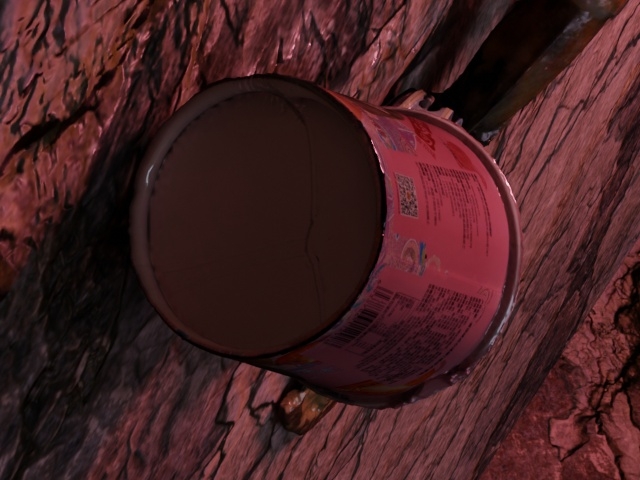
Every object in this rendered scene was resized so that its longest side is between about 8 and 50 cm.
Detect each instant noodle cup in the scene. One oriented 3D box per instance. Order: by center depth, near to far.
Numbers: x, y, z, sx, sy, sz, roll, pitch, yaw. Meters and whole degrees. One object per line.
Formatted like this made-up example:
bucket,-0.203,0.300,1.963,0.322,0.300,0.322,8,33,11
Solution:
instant noodle cup,0.000,0.000,1.004,0.243,0.243,0.231,-63,155,5

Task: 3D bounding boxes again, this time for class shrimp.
shrimp,0.226,-0.222,1.438,0.445,0.085,0.272,-49,-176,8

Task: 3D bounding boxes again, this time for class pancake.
pancake,0.024,0.113,1.525,0.235,0.029,0.212,-66,162,15

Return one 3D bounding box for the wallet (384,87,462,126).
wallet,0.029,-0.024,1.280,0.250,0.075,0.176,-42,159,-44
